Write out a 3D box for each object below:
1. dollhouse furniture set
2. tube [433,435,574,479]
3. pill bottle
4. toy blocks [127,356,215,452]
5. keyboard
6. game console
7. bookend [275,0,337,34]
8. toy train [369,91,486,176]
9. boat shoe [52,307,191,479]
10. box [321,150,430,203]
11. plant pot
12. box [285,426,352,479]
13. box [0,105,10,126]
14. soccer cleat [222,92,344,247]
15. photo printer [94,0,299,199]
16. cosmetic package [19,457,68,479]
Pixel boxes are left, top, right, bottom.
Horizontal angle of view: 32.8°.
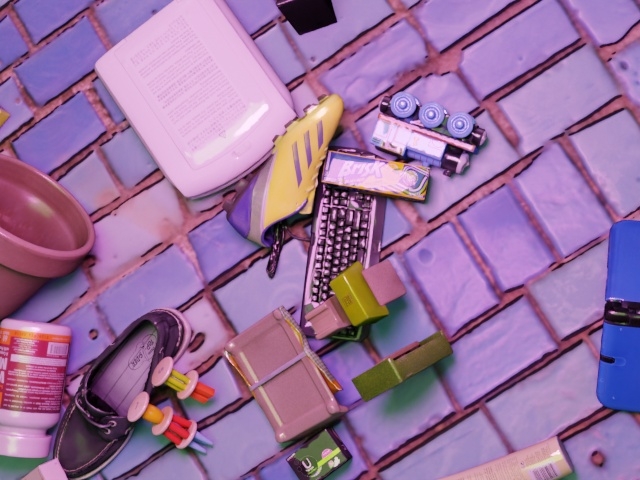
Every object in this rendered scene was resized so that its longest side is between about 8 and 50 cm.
[{"bbox_3d":[0.022,0.174,1.741,0.301,0.151,0.198,-35,81,37],"label":"dollhouse furniture set"},{"bbox_3d":[0.270,0.375,1.684,0.240,0.062,0.070,-28,35,13],"label":"tube"},{"bbox_3d":[-0.492,0.247,1.832,0.121,0.121,0.221,6,85,13],"label":"pill bottle"},{"bbox_3d":[-0.221,0.274,1.773,0.148,0.054,0.123,35,89,-27],"label":"toy blocks"},{"bbox_3d":[0.000,0.000,1.798,0.201,0.033,0.317,5,84,13],"label":"keyboard"},{"bbox_3d":[0.578,0.124,1.656,0.293,0.173,0.250,5,116,14],"label":"game console"},{"bbox_3d":[-0.040,-0.442,1.793,0.072,0.157,0.156,-17,81,10],"label":"bookend"},{"bbox_3d":[0.172,-0.172,1.758,0.184,0.080,0.105,21,97,12],"label":"toy train"},{"bbox_3d":[-0.346,0.256,1.802,0.127,0.113,0.340,42,94,13],"label":"boat shoe"},{"bbox_3d":[0.090,-0.102,1.753,0.168,0.059,0.054,10,86,7],"label":"box"},{"bbox_3d":[-0.549,0.016,1.825,0.263,0.263,0.229,45,110,14],"label":"plant pot"},{"bbox_3d":[-0.001,0.349,1.746,0.083,0.052,0.062,-39,77,7],"label":"box"},{"bbox_3d":[-0.656,-0.194,1.960,0.109,0.042,0.178,42,94,15],"label":"box"},{"bbox_3d":[-0.039,-0.110,1.740,0.121,0.093,0.289,41,114,1],"label":"soccer cleat"},{"bbox_3d":[-0.200,-0.242,1.831,0.256,0.107,0.308,-37,78,6],"label":"photo printer"},{"bbox_3d":[-0.471,0.417,1.822,0.115,0.041,0.060,-40,75,36],"label":"cosmetic package"}]
